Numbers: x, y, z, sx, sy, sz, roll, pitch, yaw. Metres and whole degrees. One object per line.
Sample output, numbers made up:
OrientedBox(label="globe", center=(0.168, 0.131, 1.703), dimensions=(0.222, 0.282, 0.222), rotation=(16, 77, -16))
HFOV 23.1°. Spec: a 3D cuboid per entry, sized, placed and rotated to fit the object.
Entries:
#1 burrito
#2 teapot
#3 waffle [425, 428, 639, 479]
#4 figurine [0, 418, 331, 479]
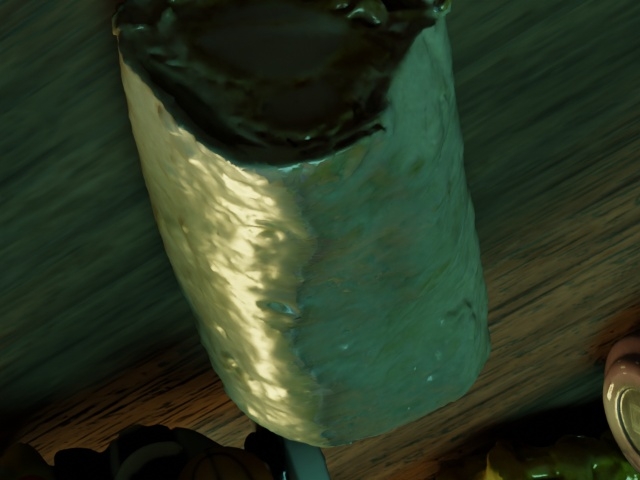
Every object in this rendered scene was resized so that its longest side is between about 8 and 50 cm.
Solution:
OrientedBox(label="burrito", center=(0.003, -0.002, 0.694), dimensions=(0.143, 0.105, 0.299), rotation=(-22, 150, -4))
OrientedBox(label="teapot", center=(0.270, 0.109, 1.023), dimensions=(0.146, 0.116, 0.148), rotation=(-22, 109, -23))
OrientedBox(label="waffle", center=(0.189, 0.240, 1.176), dimensions=(0.324, 0.151, 0.261), rotation=(-9, 146, -27))
OrientedBox(label="figurine", center=(-0.113, 0.161, 0.853), dimensions=(0.236, 0.133, 0.176), rotation=(-18, 169, -11))
